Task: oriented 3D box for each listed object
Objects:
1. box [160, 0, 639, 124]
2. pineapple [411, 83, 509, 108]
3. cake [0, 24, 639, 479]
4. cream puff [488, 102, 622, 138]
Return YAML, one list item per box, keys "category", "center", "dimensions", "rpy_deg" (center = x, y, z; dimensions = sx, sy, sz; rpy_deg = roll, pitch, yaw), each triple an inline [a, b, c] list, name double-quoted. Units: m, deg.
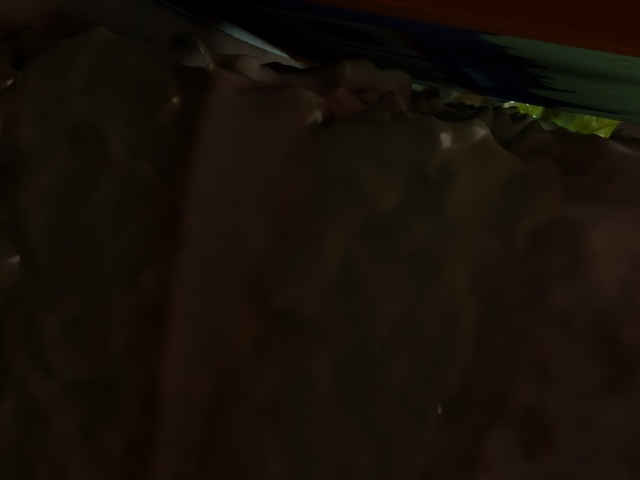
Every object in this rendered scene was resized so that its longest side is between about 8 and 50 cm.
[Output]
- category: "box"
  center: [0.084, -0.244, 0.660]
  dimensions: [0.318, 0.257, 0.348]
  rpy_deg: [1, 101, -74]
- category: "pineapple"
  center: [0.075, -0.146, 0.924]
  dimensions: [0.166, 0.166, 0.193]
  rpy_deg: [-54, 161, -60]
- category: "cake"
  center: [0.039, 0.075, 0.618]
  dimensions: [0.314, 0.307, 0.293]
  rpy_deg: [-23, 125, -73]
- category: "cream puff"
  center: [0.158, -0.130, 1.209]
  dimensions: [0.221, 0.195, 0.194]
  rpy_deg: [-37, 136, -65]
